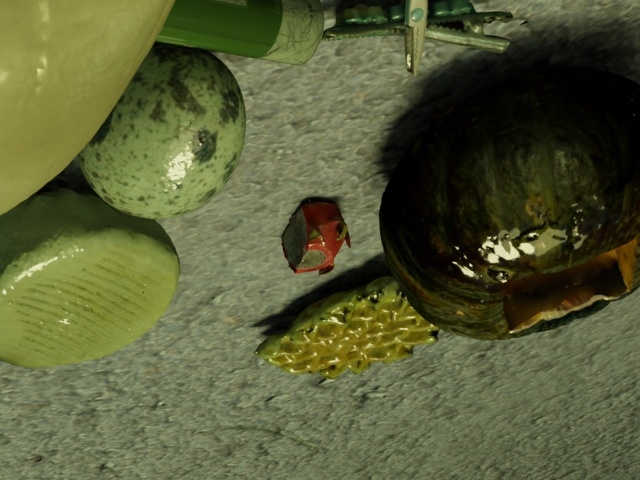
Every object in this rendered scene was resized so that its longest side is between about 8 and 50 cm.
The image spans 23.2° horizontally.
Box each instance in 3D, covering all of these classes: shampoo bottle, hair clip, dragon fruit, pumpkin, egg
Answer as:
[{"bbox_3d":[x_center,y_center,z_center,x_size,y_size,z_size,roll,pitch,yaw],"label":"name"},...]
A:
[{"bbox_3d":[-0.093,-0.177,1.176,0.205,0.065,0.065,4,146,-41],"label":"shampoo bottle"},{"bbox_3d":[0.079,-0.181,1.301,0.173,0.049,0.049,-2,149,-21],"label":"hair clip"},{"bbox_3d":[0.000,0.000,1.579,0.060,0.056,0.083,-4,148,-26],"label":"dragon fruit"},{"bbox_3d":[0.209,-0.031,1.502,0.321,0.192,0.320,-17,154,-9],"label":"pumpkin"},{"bbox_3d":[-0.124,-0.089,1.237,0.132,0.132,0.172,-3,157,-28],"label":"egg"}]

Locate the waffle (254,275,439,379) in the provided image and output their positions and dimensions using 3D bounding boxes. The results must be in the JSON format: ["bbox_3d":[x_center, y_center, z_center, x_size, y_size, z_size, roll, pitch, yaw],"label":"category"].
[{"bbox_3d":[0.050,0.098,1.803,0.223,0.054,0.204,-28,152,23],"label":"waffle"}]

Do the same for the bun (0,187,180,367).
[{"bbox_3d":[-0.239,0.029,1.427,0.221,0.108,0.221,-19,148,-12],"label":"bun"}]

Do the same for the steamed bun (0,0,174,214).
[{"bbox_3d":[-0.204,-0.148,0.933,0.274,0.272,0.290,-7,155,-24],"label":"steamed bun"}]

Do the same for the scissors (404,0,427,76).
[{"bbox_3d":[0.077,-0.189,1.259,0.058,0.014,0.119,-8,121,-20],"label":"scissors"}]
